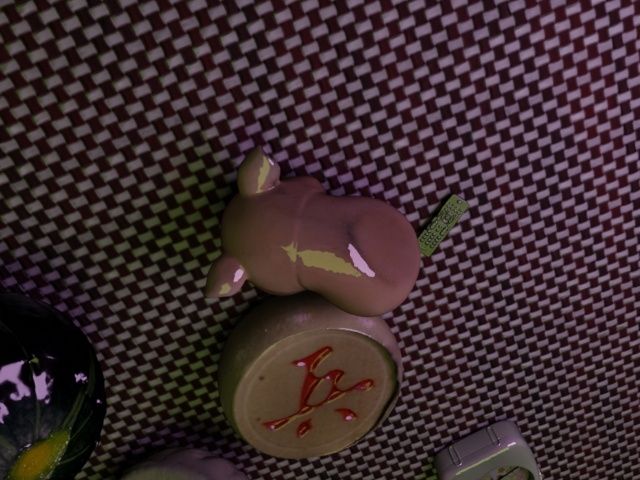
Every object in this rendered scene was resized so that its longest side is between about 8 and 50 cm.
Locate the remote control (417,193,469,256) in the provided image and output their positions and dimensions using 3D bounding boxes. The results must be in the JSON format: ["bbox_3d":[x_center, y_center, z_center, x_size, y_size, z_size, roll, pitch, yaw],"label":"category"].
[{"bbox_3d":[0.154,-0.021,1.049,0.034,0.016,0.091,32,112,-12],"label":"remote control"}]

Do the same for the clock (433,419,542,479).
[{"bbox_3d":[0.283,0.388,1.329,0.151,0.062,0.191,-29,126,5],"label":"clock"}]

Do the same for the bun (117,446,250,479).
[{"bbox_3d":[-0.169,0.408,1.176,0.263,0.175,0.263,5,104,22],"label":"bun"}]

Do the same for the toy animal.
[{"bbox_3d":[0.000,0.009,0.944,0.250,0.154,0.167,14,77,-21],"label":"toy animal"}]

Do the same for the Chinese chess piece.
[{"bbox_3d":[-0.014,0.180,1.092,0.249,0.103,0.250,-7,124,-11],"label":"Chinese chess piece"}]

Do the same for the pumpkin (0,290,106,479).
[{"bbox_3d":[-0.409,0.193,0.928,0.295,0.296,0.296,-7,125,-10],"label":"pumpkin"}]
